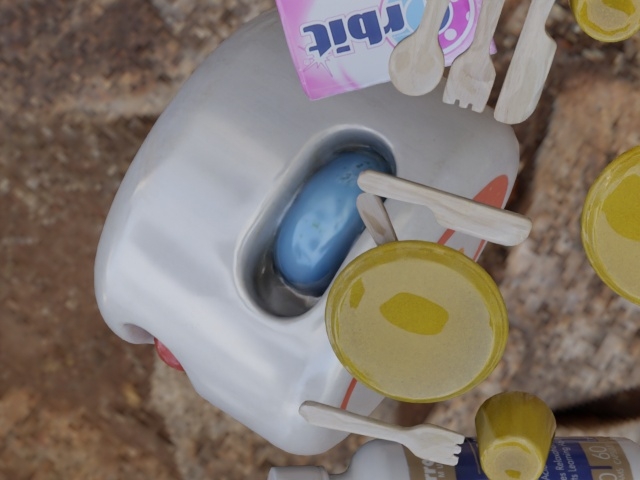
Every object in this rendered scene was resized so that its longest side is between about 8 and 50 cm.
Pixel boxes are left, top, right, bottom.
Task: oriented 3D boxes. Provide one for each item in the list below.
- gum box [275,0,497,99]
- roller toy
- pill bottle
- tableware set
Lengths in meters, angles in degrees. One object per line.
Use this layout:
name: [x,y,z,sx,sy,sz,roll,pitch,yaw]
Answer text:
gum box: [0.009,-0.138,0.539,0.062,0.188,0.107,-14,118,6]
roller toy: [0.000,0.000,0.764,0.146,0.191,0.209,34,132,13]
pill bottle: [0.044,0.096,0.514,0.120,0.067,0.067,0,151,-8]
tableware set: [0.060,-0.004,0.406,0.104,0.024,0.154,16,117,2]
